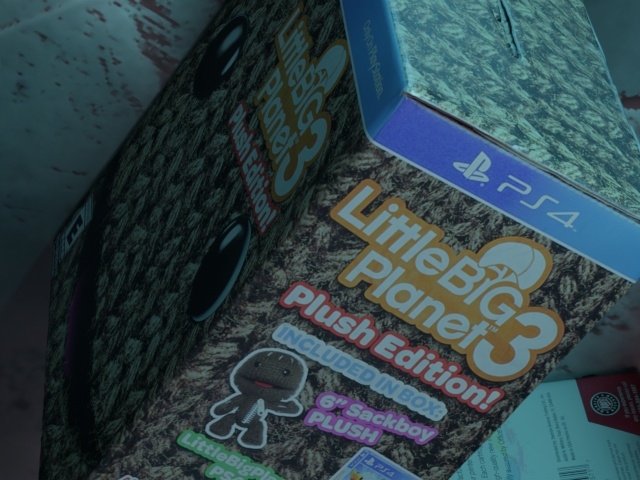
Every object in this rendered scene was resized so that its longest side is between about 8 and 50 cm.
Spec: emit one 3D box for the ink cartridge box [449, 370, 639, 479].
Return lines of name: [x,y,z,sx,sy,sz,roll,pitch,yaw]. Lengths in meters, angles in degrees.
ink cartridge box: [0.115,0.172,1.078,0.176,0.128,0.127,-6,128,0]

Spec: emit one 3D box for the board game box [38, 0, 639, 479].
board game box: [0.000,0.000,0.868,0.141,0.232,0.291,26,120,-24]
